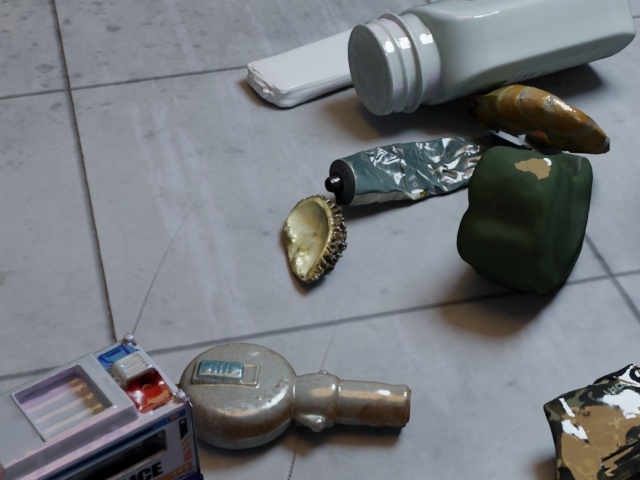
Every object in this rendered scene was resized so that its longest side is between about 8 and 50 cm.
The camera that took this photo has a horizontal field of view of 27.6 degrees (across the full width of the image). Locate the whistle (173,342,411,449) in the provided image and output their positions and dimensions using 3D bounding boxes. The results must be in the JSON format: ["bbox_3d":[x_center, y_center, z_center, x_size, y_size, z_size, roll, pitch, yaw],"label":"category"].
[{"bbox_3d":[-0.031,0.136,1.139,0.220,0.057,0.107,5,37,3],"label":"whistle"}]

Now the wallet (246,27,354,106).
[{"bbox_3d":[0.000,-0.215,1.612,0.190,0.033,0.095,-23,42,-28],"label":"wallet"}]

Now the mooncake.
[{"bbox_3d":[0.203,-0.033,1.270,0.104,0.175,0.168,20,68,25],"label":"mooncake"}]

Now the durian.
[{"bbox_3d":[-0.004,-0.007,1.327,0.066,0.052,0.130,-7,39,-5],"label":"durian"}]

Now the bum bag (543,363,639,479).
[{"bbox_3d":[0.293,0.145,1.114,0.248,0.069,0.102,-21,78,-27],"label":"bum bag"}]

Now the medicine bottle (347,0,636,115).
[{"bbox_3d":[0.197,-0.238,1.546,0.324,0.124,0.179,-19,10,-20],"label":"medicine bottle"}]

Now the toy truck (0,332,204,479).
[{"bbox_3d":[-0.229,0.194,0.984,0.268,0.155,0.124,-25,44,-28],"label":"toy truck"}]

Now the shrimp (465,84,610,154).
[{"bbox_3d":[0.241,-0.134,1.451,0.133,0.053,0.236,20,-1,-23],"label":"shrimp"}]

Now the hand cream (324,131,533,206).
[{"bbox_3d":[0.114,-0.085,1.420,0.247,0.052,0.075,-15,51,-25],"label":"hand cream"}]
